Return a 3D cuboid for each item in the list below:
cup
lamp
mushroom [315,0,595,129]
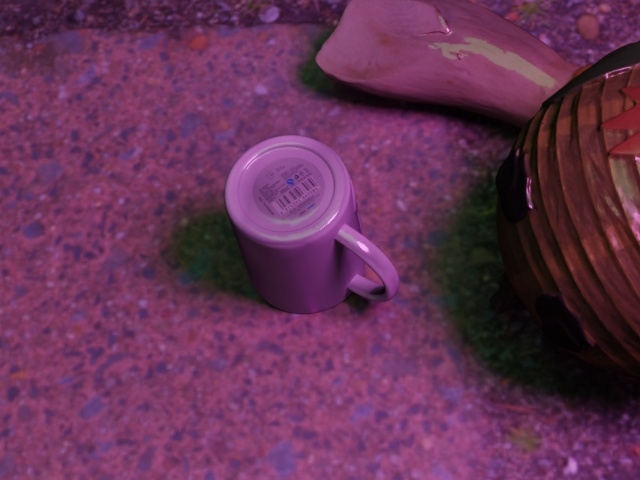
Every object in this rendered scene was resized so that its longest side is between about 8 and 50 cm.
[{"bbox_3d":[0.000,-0.009,1.253,0.136,0.133,0.099,4,64,10],"label":"cup"},{"bbox_3d":[0.229,-0.012,1.181,0.284,0.250,0.250,-26,50,37],"label":"lamp"},{"bbox_3d":[0.124,-0.151,1.346,0.247,0.096,0.108,21,38,14],"label":"mushroom"}]
